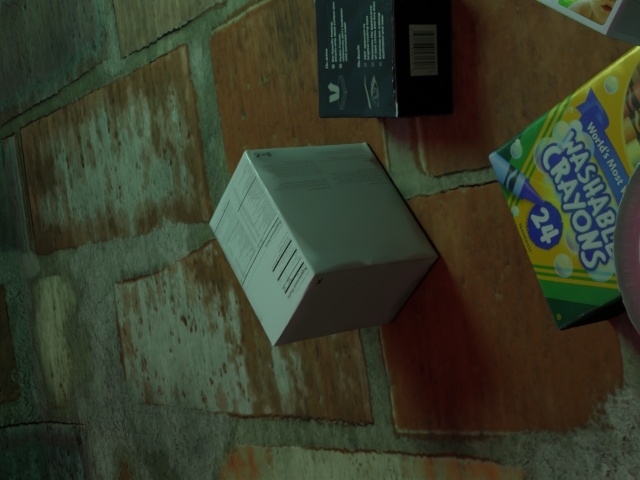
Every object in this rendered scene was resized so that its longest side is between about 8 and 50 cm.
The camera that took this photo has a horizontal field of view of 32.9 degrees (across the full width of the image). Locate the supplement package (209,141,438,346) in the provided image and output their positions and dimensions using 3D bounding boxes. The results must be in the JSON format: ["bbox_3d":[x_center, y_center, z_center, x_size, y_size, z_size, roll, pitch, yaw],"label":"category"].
[{"bbox_3d":[0.000,0.000,1.387,0.203,0.194,0.149,60,140,29],"label":"supplement package"}]

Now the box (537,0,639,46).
[{"bbox_3d":[0.246,-0.318,0.942,0.262,0.127,0.231,44,121,44],"label":"box"}]

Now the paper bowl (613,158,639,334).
[{"bbox_3d":[0.366,0.010,0.820,0.284,0.148,0.284,11,114,26],"label":"paper bowl"}]

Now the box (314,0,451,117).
[{"bbox_3d":[0.075,-0.229,1.327,0.158,0.093,0.156,9,104,53],"label":"box"}]

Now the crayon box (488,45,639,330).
[{"bbox_3d":[0.317,-0.067,1.025,0.323,0.083,0.203,-39,65,50],"label":"crayon box"}]
